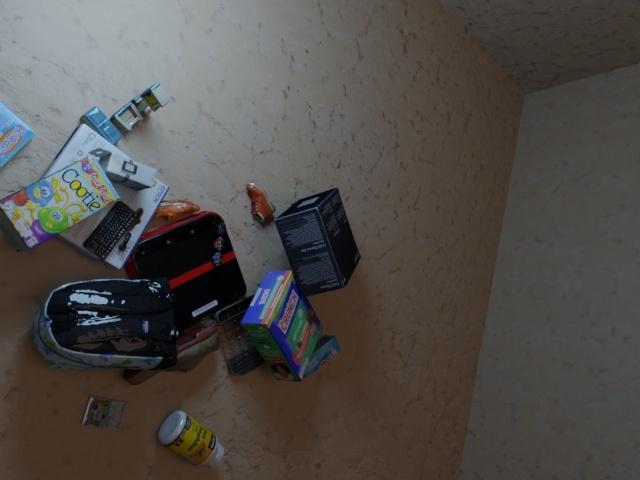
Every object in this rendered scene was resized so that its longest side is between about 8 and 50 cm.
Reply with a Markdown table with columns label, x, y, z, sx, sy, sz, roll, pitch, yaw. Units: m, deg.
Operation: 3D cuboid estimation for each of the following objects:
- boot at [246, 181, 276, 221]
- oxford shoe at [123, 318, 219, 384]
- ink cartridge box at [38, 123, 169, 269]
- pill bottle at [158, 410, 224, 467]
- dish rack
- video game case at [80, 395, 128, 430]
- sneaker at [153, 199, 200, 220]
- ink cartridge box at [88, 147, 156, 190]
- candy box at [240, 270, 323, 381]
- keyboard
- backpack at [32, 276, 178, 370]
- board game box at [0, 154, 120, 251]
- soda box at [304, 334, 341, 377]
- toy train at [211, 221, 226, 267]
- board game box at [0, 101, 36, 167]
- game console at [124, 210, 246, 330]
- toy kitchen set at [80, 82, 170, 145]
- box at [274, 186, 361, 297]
| label | x | y | z | sx | sy | sz | roll | pitch | yaw |
| --- | --- | --- | --- | --- | --- | --- | --- | --- | --- |
| boot | -0.240 | -0.144 | 2.073 | 0.085 | 0.059 | 0.158 | -50 | 119 | -27 |
| oxford shoe | -0.468 | 0.390 | 1.790 | 0.348 | 0.123 | 0.130 | -28 | 111 | -37 |
| ink cartridge box | -0.680 | -0.126 | 1.677 | 0.330 | 0.071 | 0.324 | 41 | 61 | -34 |
| pill bottle | -0.421 | 0.663 | 1.809 | 0.215 | 0.117 | 0.117 | 47 | 58 | -28 |
| dish rack | -0.273 | 0.347 | 1.993 | 0.208 | 0.074 | 0.272 | -24 | 102 | -39 |
| video game case | -0.660 | 0.531 | 1.679 | 0.122 | 0.011 | 0.087 | 25 | 71 | -37 |
| sneaker | -0.493 | -0.102 | 1.855 | 0.175 | 0.064 | 0.068 | -3 | 109 | -36 |
| ink cartridge box | -0.600 | -0.210 | 1.640 | 0.180 | 0.104 | 0.060 | 21 | 74 | -39 |
| candy box | -0.132 | 0.310 | 2.007 | 0.317 | 0.122 | 0.268 | 63 | 35 | -33 |
| keyboard | -0.621 | -0.022 | 1.664 | 0.108 | 0.023 | 0.180 | 46 | 60 | -30 |
| backpack | -0.625 | 0.246 | 1.574 | 0.355 | 0.273 | 0.290 | 12 | 59 | -52 |
| board game box | -0.723 | -0.103 | 1.497 | 0.275 | 0.142 | 0.144 | -41 | 114 | -35 |
| soda box | -0.016 | 0.464 | 2.212 | 0.210 | 0.067 | 0.071 | -29 | 106 | -38 |
| toy train | -0.355 | 0.015 | 1.907 | 0.036 | 0.027 | 0.158 | 9 | 83 | -39 |
| board game box | -0.920 | -0.312 | 1.494 | 0.210 | 0.047 | 0.160 | 48 | 58 | -27 |
| game console | -0.452 | 0.104 | 1.875 | 0.386 | 0.060 | 0.342 | -28 | 108 | -39 |
| toy kitchen set | -0.602 | -0.410 | 1.701 | 0.122 | 0.166 | 0.207 | 52 | 56 | -26 |
| box | 0.000 | 0.000 | 2.095 | 0.343 | 0.178 | 0.313 | -49 | 121 | -68 |
